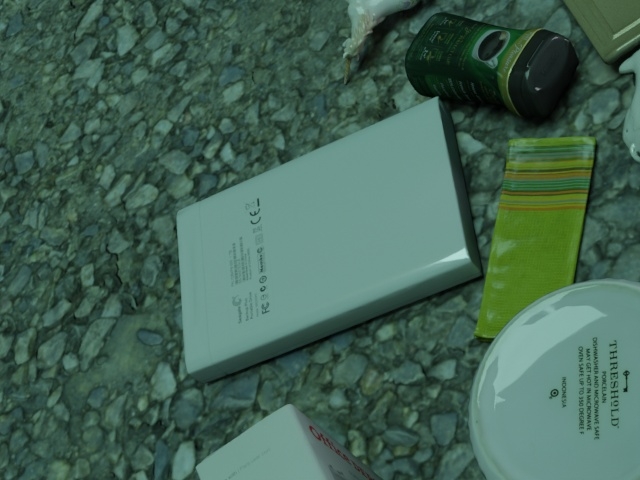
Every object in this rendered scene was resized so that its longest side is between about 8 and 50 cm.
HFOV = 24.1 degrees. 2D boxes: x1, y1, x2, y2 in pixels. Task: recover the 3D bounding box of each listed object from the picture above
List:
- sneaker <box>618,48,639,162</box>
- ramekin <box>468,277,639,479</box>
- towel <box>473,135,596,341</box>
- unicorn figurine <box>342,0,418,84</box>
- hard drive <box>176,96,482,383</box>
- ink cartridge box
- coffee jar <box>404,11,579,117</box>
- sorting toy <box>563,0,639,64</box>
[{"bbox_3d":[0.371,-0.092,1.493,0.129,0.111,0.297,-29,44,36],"label":"sneaker"},{"bbox_3d":[0.256,0.158,1.343,0.273,0.127,0.273,-17,54,24],"label":"ramekin"},{"bbox_3d":[0.225,-0.005,1.571,0.102,0.021,0.237,-4,60,33],"label":"towel"},{"bbox_3d":[0.065,-0.285,1.828,0.162,0.060,0.111,-33,48,12],"label":"unicorn figurine"},{"bbox_3d":[0.000,0.000,1.699,0.353,0.047,0.233,-23,51,21],"label":"hard drive"},{"bbox_3d":[0.021,0.315,1.374,0.117,0.207,0.283,-35,49,8],"label":"ink cartridge box"},{"bbox_3d":[0.191,-0.195,1.675,0.184,0.079,0.096,17,65,40],"label":"coffee jar"},{"bbox_3d":[0.406,-0.339,1.654,0.307,0.041,0.229,-34,44,13],"label":"sorting toy"}]
